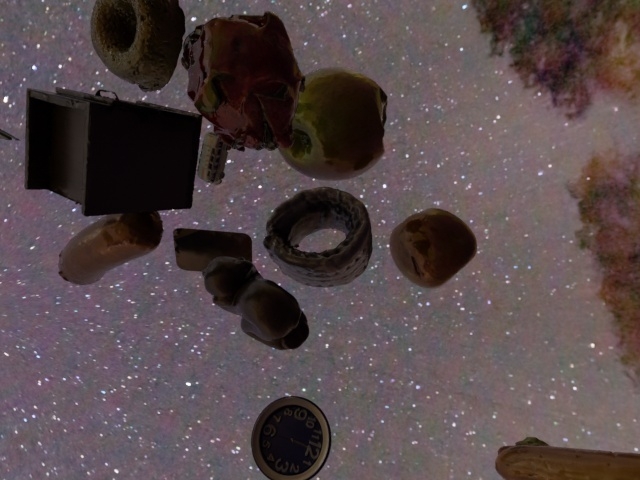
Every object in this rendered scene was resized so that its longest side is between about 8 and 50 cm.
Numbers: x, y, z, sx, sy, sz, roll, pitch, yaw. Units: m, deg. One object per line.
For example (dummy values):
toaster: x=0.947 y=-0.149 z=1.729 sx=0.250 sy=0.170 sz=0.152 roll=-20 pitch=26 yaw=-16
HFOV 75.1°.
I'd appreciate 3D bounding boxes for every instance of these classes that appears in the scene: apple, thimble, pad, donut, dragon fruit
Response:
apple: x=0.353 y=0.016 z=1.342 sx=0.264 sy=0.264 sz=0.265 roll=8 pitch=-102 yaw=-41
thimble: x=0.000 y=0.000 z=0.982 sx=0.157 sy=0.245 sz=0.217 roll=71 pitch=-166 yaw=-59
pad: x=-0.368 y=0.041 z=1.431 sx=0.004 sy=0.266 sz=0.181 roll=-86 pitch=2 yaw=-56
donut: x=-0.429 y=-0.487 z=0.962 sx=0.107 sy=0.271 sz=0.272 roll=-8 pitch=-91 yaw=-54
dragon fruit: x=-0.136 y=-0.249 z=0.673 sx=0.198 sy=0.269 sz=0.201 roll=-18 pitch=-64 yaw=-36
apple: x=0.034 y=-0.335 z=1.231 sx=0.339 sy=0.339 sz=0.340 roll=8 pitch=-102 yaw=-41

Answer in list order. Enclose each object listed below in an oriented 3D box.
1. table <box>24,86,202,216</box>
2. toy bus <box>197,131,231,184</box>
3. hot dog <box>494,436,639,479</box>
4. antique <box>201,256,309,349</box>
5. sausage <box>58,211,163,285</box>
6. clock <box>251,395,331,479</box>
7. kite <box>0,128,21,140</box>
table: x=-0.327 y=-0.147 z=0.667 sx=0.193 sy=0.169 sz=0.173 roll=-13 pitch=-62 yaw=-58
toy bus: x=-0.392 y=-0.298 z=1.516 sx=0.089 sy=0.087 sz=0.194 roll=-24 pitch=-44 yaw=-63
hot dog: x=0.344 y=0.288 z=0.509 sx=0.100 sy=0.249 sz=0.068 roll=43 pitch=-131 yaw=-36
antique: x=-0.145 y=0.118 z=0.864 sx=0.121 sy=0.256 sz=0.143 roll=-46 pitch=-31 yaw=-17
sausage: x=-0.410 y=0.008 z=0.808 sx=0.109 sy=0.270 sz=0.109 roll=39 pitch=-140 yaw=-42
clock: x=-0.083 y=0.576 z=1.205 sx=0.083 sy=0.230 sz=0.231 roll=90 pitch=-157 yaw=-59
kite: x=-0.750 y=-0.232 z=0.701 sx=0.405 sy=0.368 sz=0.014 roll=9 pitch=-105 yaw=-24
